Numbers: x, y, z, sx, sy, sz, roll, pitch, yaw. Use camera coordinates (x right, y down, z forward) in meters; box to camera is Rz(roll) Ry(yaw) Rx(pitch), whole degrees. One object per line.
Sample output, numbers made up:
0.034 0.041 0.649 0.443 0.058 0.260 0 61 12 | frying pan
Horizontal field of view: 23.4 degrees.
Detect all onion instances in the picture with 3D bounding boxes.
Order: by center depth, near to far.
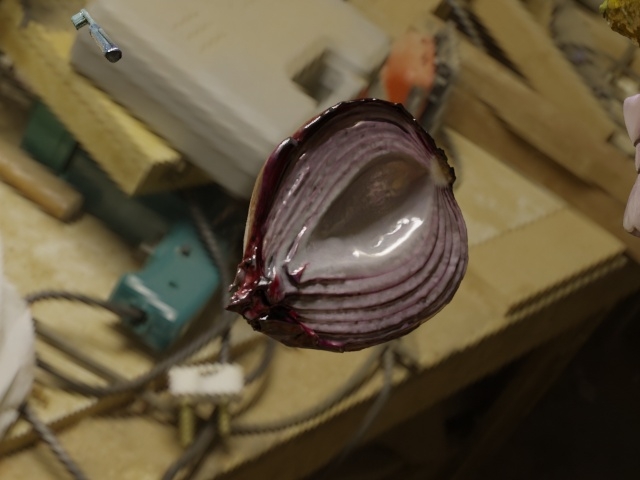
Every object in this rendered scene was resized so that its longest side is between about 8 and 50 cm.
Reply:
0.000 0.000 1.443 0.283 0.120 0.227 -31 103 -34 | onion

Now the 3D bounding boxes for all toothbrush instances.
-0.214 -0.195 1.458 0.016 0.019 0.219 61 -6 -24 | toothbrush

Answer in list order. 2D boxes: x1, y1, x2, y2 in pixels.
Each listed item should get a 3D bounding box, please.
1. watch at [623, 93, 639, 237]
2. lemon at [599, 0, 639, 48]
0.380 -0.058 1.252 0.218 0.210 0.248 3 -2 -4 | watch
0.419 -0.277 1.640 0.187 0.244 0.186 -25 90 -84 | lemon
